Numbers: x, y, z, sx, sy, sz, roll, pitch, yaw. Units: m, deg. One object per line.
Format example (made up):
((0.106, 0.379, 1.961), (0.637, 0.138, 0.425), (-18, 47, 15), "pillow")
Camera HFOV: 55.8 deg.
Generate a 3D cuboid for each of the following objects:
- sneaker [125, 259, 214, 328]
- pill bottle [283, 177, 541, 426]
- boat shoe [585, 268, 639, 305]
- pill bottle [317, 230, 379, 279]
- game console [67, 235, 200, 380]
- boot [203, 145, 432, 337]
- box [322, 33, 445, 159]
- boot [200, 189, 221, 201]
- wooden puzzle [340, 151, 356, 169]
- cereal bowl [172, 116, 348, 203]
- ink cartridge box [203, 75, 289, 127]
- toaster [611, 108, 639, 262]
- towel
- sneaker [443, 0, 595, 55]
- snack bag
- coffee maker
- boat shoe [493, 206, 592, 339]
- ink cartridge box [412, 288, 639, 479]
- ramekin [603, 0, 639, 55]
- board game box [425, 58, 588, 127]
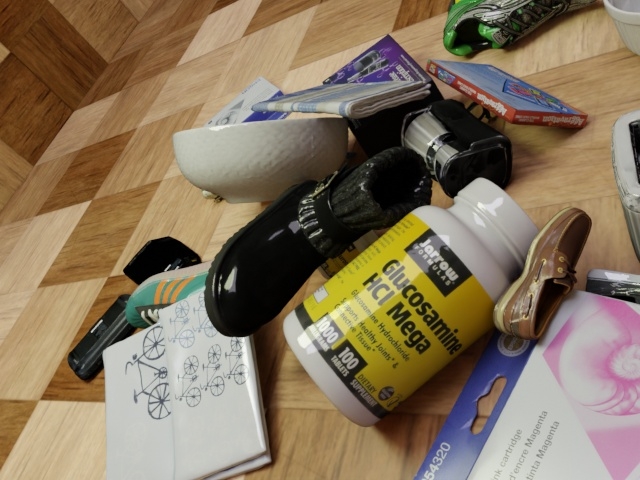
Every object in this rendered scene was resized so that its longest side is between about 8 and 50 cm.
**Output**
((-0.267, 0.128, 1.168), (0.302, 0.108, 0.121), (-21, 37, 23), "sneaker")
((0.129, 0.075, 0.811), (0.334, 0.188, 0.188), (-40, 37, 1), "pill bottle")
((0.388, 0.065, 0.720), (0.142, 0.049, 0.040), (9, 78, 47), "boat shoe")
((0.043, 0.011, 1.051), (0.116, 0.065, 0.065), (-35, 38, 8), "pill bottle")
((-0.429, 0.142, 1.350), (0.361, 0.044, 0.213), (-51, 37, -13), "game console")
((-0.002, -0.004, 0.904), (0.260, 0.131, 0.348), (-10, 37, 45), "boot")
((0.129, -0.298, 1.257), (0.184, 0.103, 0.261), (-36, 38, 11), "box")
((-0.204, -0.134, 1.402), (0.165, 0.077, 0.213), (-28, 37, 18), "boot")
((0.019, -0.147, 1.272), (0.078, 0.014, 0.116), (20, 67, 49), "wooden puzzle")
((-0.108, -0.150, 1.163), (0.338, 0.141, 0.339), (-6, 8, 1), "cereal bowl")
((-0.196, -0.331, 1.613), (0.223, 0.045, 0.224), (-41, 38, -1), "ink cartridge box")
((0.426, -0.064, 0.726), (0.129, 0.146, 0.227), (-13, 46, 33), "toaster")
((0.032, -0.258, 1.111), (0.209, 0.034, 0.285), (-24, 25, -35), "towel")
((0.392, -0.439, 1.166), (0.343, 0.134, 0.146), (-9, 54, 47), "sneaker")
((-0.247, 0.257, 1.015), (0.342, 0.037, 0.323), (-26, 56, 19), "snack bag")
((0.242, -0.163, 1.007), (0.171, 0.120, 0.178), (-36, 38, 5), "coffee maker")
((0.278, 0.042, 0.722), (0.178, 0.064, 0.060), (-57, 29, -5), "boat shoe")
((0.275, 0.209, 0.652), (0.330, 0.071, 0.324), (14, 63, 46), "ink cartridge box")
((0.566, -0.381, 0.951), (0.207, 0.109, 0.207), (-23, 41, 21), "ramekin")
((0.311, -0.259, 1.046), (0.145, 0.027, 0.281), (-2, 32, -21), "board game box")
